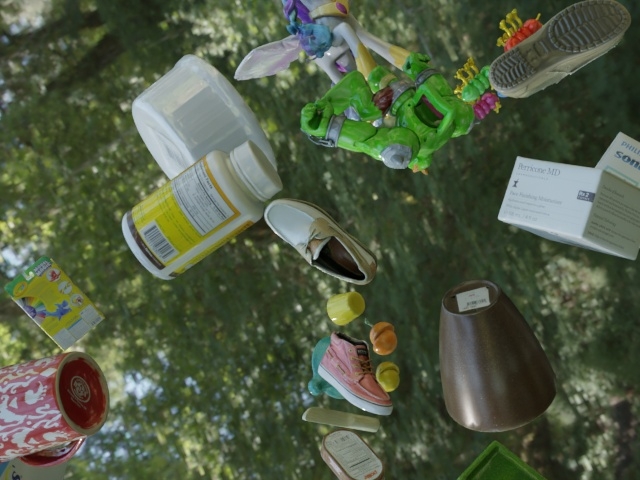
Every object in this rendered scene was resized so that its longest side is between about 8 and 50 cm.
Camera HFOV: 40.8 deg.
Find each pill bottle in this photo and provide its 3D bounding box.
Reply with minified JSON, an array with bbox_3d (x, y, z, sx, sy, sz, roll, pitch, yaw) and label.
[{"bbox_3d":[-0.162,-0.046,1.206,0.117,0.215,0.117,54,-170,-14],"label":"pill bottle"}]

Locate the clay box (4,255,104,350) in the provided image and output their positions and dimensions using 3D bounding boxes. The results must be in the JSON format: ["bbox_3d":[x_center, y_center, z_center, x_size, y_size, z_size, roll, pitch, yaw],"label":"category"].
[{"bbox_3d":[-0.638,0.145,2.062,0.222,0.127,0.053,56,168,-28],"label":"clay box"}]

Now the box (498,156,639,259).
[{"bbox_3d":[0.441,-0.056,1.486,0.182,0.119,0.181,17,180,-40],"label":"box"}]

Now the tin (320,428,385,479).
[{"bbox_3d":[0.075,0.516,2.031,0.190,0.106,0.040,41,142,44],"label":"tin"}]

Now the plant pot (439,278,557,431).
[{"bbox_3d":[0.306,0.194,1.588,0.215,0.215,0.230,-102,-8,-61],"label":"plant pot"}]

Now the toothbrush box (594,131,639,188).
[{"bbox_3d":[0.669,-0.082,1.780,0.216,0.126,0.295,34,178,18],"label":"toothbrush box"}]

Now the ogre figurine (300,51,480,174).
[{"bbox_3d":[0.081,-0.132,0.896,0.118,0.097,0.197,40,-151,24],"label":"ogre figurine"}]

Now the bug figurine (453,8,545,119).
[{"bbox_3d":[0.357,-0.328,1.713,0.072,0.216,0.279,47,176,17],"label":"bug figurine"}]

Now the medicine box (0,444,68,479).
[{"bbox_3d":[-0.560,0.416,1.288,0.263,0.289,0.149,-89,-24,-52],"label":"medicine box"}]

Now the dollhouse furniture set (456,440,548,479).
[{"bbox_3d":[0.158,0.418,1.030,0.151,0.301,0.197,40,142,22],"label":"dollhouse furniture set"}]

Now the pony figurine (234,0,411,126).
[{"bbox_3d":[0.017,-0.388,1.689,0.363,0.303,0.351,49,160,7],"label":"pony figurine"}]

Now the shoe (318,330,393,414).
[{"bbox_3d":[0.064,0.219,1.443,0.063,0.081,0.178,8,-166,-39],"label":"shoe"}]

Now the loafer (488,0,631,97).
[{"bbox_3d":[0.437,-0.349,1.585,0.102,0.268,0.092,68,-166,18],"label":"loafer"}]

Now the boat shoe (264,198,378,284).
[{"bbox_3d":[0.000,0.000,2.017,0.302,0.113,0.103,30,-164,1],"label":"boat shoe"}]

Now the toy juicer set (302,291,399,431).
[{"bbox_3d":[0.067,0.285,1.818,0.209,0.089,0.329,37,-130,-23],"label":"toy juicer set"}]

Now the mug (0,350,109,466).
[{"bbox_3d":[-0.319,0.187,0.955,0.150,0.169,0.113,30,-134,-62],"label":"mug"}]

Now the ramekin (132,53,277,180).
[{"bbox_3d":[-0.215,-0.181,1.551,0.277,0.135,0.277,46,163,19],"label":"ramekin"}]
